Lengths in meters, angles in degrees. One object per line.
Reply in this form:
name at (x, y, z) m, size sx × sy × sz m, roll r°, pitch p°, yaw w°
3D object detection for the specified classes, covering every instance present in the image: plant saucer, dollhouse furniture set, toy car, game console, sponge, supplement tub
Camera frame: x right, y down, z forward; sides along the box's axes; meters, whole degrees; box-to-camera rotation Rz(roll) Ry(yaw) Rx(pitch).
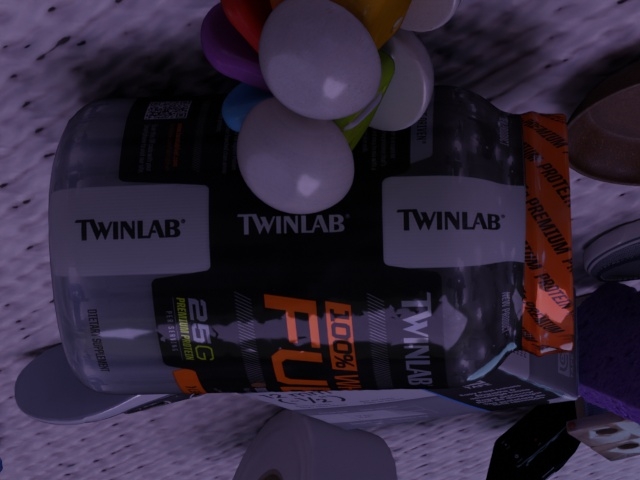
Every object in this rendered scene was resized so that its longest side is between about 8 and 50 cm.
plant saucer at (0.270, -0.095, 1.412) m, size 0.199 × 0.036 × 0.198 m, roll -5°, pitch 159°, yaw -2°
dollhouse furniture set at (0.329, 0.115, 1.815) m, size 0.184 × 0.129 × 0.129 m, roll -14°, pitch 156°, yaw 23°
toy car at (-0.007, -0.118, 1.157) m, size 0.136 × 0.159 × 0.182 m, roll 29°, pitch 136°, yaw 14°
game console at (0.152, 0.285, 2.061) m, size 0.361 × 0.044 × 0.213 m, roll -38°, pitch 162°, yaw -14°
sponge at (0.271, 0.097, 1.679) m, size 0.117 × 0.031 × 0.210 m, roll -39°, pitch -157°, yaw -14°
supplement tub at (0.000, 0.000, 1.315) m, size 0.338 × 0.207 × 0.207 m, roll -2°, pitch 158°, yaw 7°

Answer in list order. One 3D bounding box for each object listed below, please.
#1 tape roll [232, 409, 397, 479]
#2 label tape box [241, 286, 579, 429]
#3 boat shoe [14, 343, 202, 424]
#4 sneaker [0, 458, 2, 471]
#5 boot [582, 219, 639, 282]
tape roll at (-0.025, 0.322, 2.015) m, size 0.100 × 0.286 × 0.286 m, roll 20°, pitch 150°, yaw -18°
label tape box at (0.024, 0.064, 1.602) m, size 0.249 × 0.115 × 0.348 m, roll -10°, pitch 161°, yaw 34°
boat shoe at (-0.168, 0.125, 1.800) m, size 0.228 × 0.080 × 0.076 m, roll -19°, pitch 154°, yaw 11°
sneaker at (-0.366, 0.226, 2.024) m, size 0.082 × 0.069 × 0.209 m, roll -31°, pitch 165°, yaw -36°
boot at (0.313, 0.023, 1.643) m, size 0.190 × 0.086 × 0.069 m, roll -20°, pitch 154°, yaw 32°
